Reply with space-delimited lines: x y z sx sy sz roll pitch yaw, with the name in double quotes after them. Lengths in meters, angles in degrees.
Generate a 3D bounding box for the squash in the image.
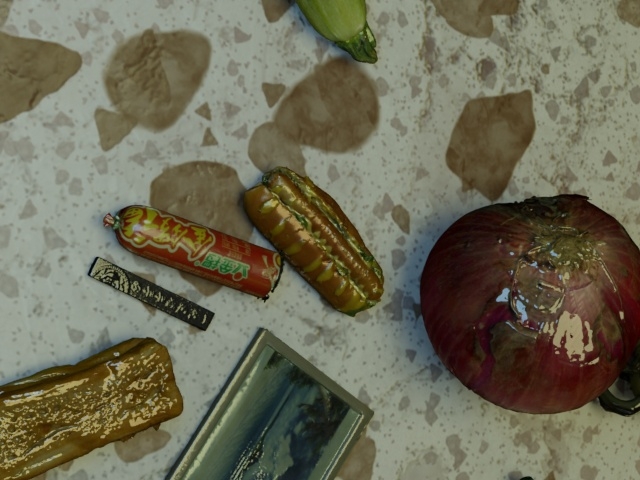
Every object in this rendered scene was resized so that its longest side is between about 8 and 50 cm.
0.005 -0.371 1.774 0.137 0.137 0.287 -32 107 -25 "squash"

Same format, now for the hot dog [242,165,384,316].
0.000 0.000 1.807 0.269 0.072 0.115 44 63 -22 "hot dog"

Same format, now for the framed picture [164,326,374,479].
-0.082 0.318 1.789 0.232 0.024 0.315 39 72 -23 "framed picture"

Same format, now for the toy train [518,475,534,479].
0.347 0.484 2.000 0.132 0.083 0.200 -34 105 -21 "toy train"

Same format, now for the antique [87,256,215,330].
-0.231 0.075 1.707 0.192 0.015 0.031 28 77 -26 "antique"

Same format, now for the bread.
-0.316 0.225 1.626 0.271 0.077 0.139 -21 104 -26 "bread"

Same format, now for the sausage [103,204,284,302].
-0.179 0.012 1.704 0.264 0.083 0.083 20 81 -27 "sausage"

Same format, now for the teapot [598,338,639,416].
0.587 0.204 2.102 0.269 0.173 0.182 -18 62 -4 "teapot"

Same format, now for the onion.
0.329 0.091 1.848 0.353 0.353 0.354 0 91 -29 "onion"
